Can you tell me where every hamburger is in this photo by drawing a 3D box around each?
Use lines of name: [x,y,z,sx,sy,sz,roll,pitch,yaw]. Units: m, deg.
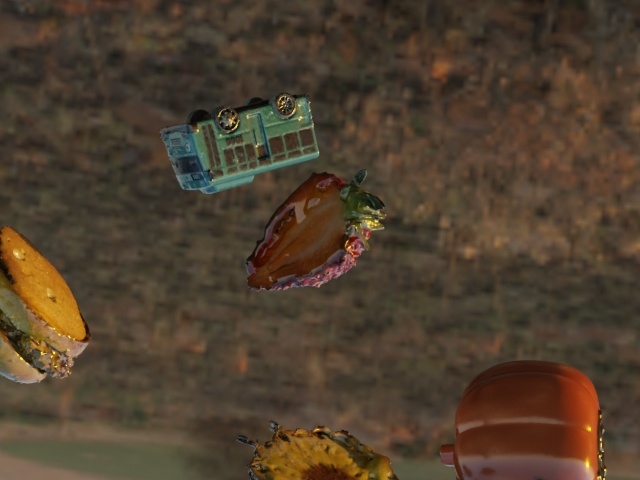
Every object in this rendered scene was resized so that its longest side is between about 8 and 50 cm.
hamburger: [-0.361,0.090,1.847,0.191,0.118,0.182,48,-169,-17]

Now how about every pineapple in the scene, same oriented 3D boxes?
pineapple: [0.006,0.273,1.655,0.221,0.221,0.047,12,123,-23]

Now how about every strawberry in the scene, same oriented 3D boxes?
strawberry: [0.003,-0.002,1.921,0.140,0.192,0.085,22,173,39]

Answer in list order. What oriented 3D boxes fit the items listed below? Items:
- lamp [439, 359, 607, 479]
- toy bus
lamp: [0.199,0.211,1.527,0.164,0.187,0.187,-1,165,12]
toy bus: [-0.089,-0.108,1.706,0.160,0.092,0.079,-16,-173,-31]
